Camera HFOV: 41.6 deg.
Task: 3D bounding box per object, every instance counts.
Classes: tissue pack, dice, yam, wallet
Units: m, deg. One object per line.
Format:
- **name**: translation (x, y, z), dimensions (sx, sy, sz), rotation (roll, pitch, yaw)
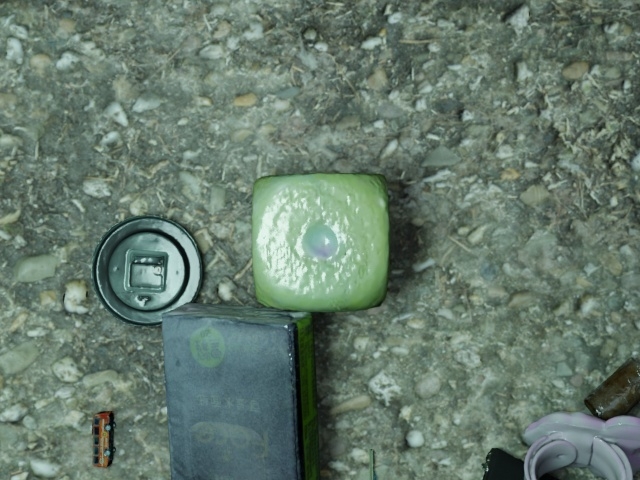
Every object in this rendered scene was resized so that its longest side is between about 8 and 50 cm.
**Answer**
- **tissue pack**: translation (-0.145, 0.322, 1.583), dimensions (0.288, 0.124, 0.394), rotation (3, 101, 25)
- **dice**: translation (0.000, 0.000, 1.585), dimensions (0.252, 0.250, 0.254), rotation (0, 90, 1)
- **yam**: translation (0.593, 0.301, 1.668), dimensions (0.141, 0.079, 0.079), rotation (-42, 90, 0)
- **wallet**: translation (0.420, 0.523, 1.663), dimensions (0.250, 0.044, 0.149), rotation (26, 62, -2)

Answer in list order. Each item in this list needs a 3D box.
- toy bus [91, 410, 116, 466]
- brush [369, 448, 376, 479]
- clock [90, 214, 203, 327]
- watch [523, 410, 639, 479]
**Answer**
- **toy bus**: translation (-0.437, 0.399, 1.696), dimensions (0.043, 0.031, 0.110), rotation (1, 90, 7)
- **brush**: translation (0.105, 0.462, 1.700), dimensions (0.013, 0.016, 0.084), rotation (-2, 90, -12)
- **clock**: translation (-0.344, 0.060, 1.688), dimensions (0.226, 0.049, 0.226), rotation (0, 91, 1)
- **watch**: translation (0.504, 0.451, 1.587), dimensions (0.248, 0.211, 0.217), rotation (5, 47, 13)
